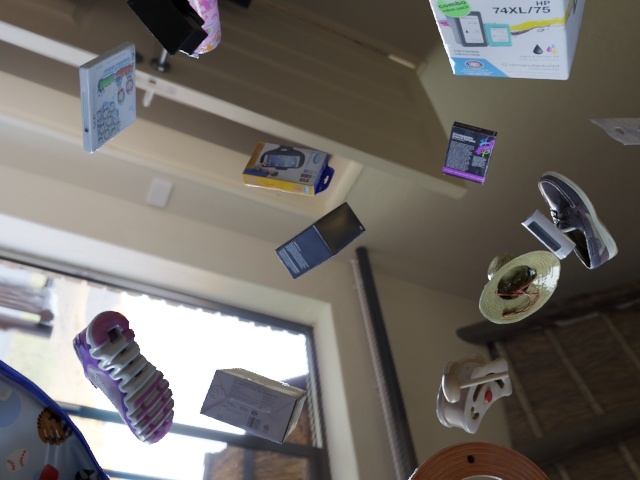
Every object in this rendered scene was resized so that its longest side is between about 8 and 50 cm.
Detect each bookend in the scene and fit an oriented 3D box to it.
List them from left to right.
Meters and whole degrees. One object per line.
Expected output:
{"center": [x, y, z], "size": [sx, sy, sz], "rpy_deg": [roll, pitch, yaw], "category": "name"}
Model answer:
{"center": [-0.293, -0.447, 1.387], "size": [0.072, 0.156, 0.157], "rpy_deg": [-43, 169, 16], "category": "bookend"}

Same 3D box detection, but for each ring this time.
{"center": [0.279, 0.516, 1.129], "size": [0.032, 0.336, 0.337], "rpy_deg": [125, -25, -64], "category": "ring"}

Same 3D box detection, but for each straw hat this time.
{"center": [0.282, 0.054, 0.992], "size": [0.145, 0.144, 0.061], "rpy_deg": [-61, -144, 27], "category": "straw hat"}

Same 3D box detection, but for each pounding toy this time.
{"center": [0.374, 0.363, 1.541], "size": [0.154, 0.269, 0.154], "rpy_deg": [3, -85, 45], "category": "pounding toy"}

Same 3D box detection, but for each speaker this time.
{"center": [0.581, -0.016, 1.693], "size": [0.055, 0.136, 0.055], "rpy_deg": [-45, 175, -5], "category": "speaker"}

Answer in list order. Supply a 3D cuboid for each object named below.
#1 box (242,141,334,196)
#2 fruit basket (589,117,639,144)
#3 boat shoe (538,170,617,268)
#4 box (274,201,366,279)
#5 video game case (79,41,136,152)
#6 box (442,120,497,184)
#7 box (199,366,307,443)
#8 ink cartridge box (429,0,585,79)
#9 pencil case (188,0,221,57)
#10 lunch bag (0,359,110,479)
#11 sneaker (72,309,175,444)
{"center": [-0.048, -0.115, 1.066], "size": [0.028, 0.136, 0.081], "rpy_deg": [83, 22, -48], "category": "box"}
{"center": [0.759, -0.210, 1.345], "size": [0.327, 0.352, 0.166], "rpy_deg": [-64, 149, -69], "category": "fruit basket"}
{"center": [0.659, -0.051, 1.737], "size": [0.092, 0.285, 0.103], "rpy_deg": [-39, -174, -17], "category": "boat shoe"}
{"center": [0.000, 0.000, 1.638], "size": [0.158, 0.093, 0.156], "rpy_deg": [-32, -177, 42], "category": "box"}
{"center": [-0.347, -0.239, 1.099], "size": [0.157, 0.019, 0.143], "rpy_deg": [-66, 167, -57], "category": "video game case"}
{"center": [0.391, -0.229, 1.751], "size": [0.162, 0.116, 0.029], "rpy_deg": [93, 20, -48], "category": "box"}
{"center": [-0.125, 0.323, 1.339], "size": [0.290, 0.169, 0.087], "rpy_deg": [73, 36, -79], "category": "box"}
{"center": [0.296, -0.408, 1.033], "size": [0.198, 0.270, 0.197], "rpy_deg": [9, -105, 26], "category": "ink cartridge box"}
{"center": [-0.304, -0.584, 1.595], "size": [0.284, 0.124, 0.124], "rpy_deg": [99, -5, -59], "category": "pencil case"}
{"center": [-0.481, 0.283, 0.856], "size": [0.327, 0.385, 0.239], "rpy_deg": [-22, -144, 47], "category": "lunch bag"}
{"center": [-0.328, 0.228, 1.090], "size": [0.104, 0.237, 0.095], "rpy_deg": [-17, -166, 33], "category": "sneaker"}
